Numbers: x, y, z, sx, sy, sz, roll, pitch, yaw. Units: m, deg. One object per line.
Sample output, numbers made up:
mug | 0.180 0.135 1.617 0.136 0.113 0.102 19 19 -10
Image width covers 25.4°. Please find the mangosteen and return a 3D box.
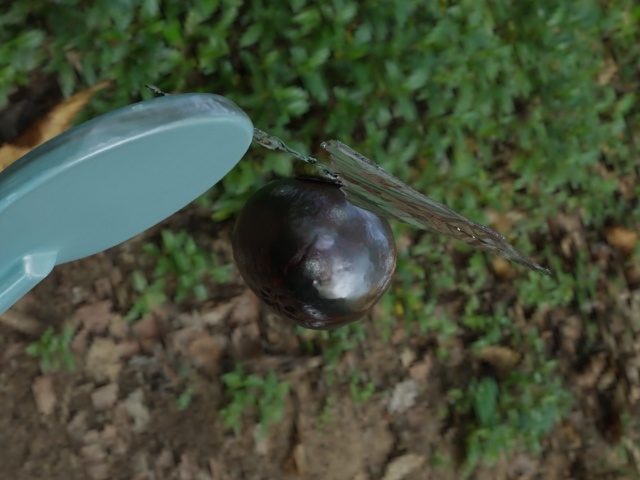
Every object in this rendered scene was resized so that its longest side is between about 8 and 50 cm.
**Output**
mangosteen | 0.000 0.000 1.240 0.152 0.152 0.152 40 41 -47

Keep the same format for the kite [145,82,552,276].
kite | 0.013 -0.036 0.777 0.229 0.250 0.012 54 60 -80

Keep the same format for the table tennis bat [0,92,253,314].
table tennis bat | -0.134 -0.005 0.706 0.149 0.237 0.038 -10 68 -57
